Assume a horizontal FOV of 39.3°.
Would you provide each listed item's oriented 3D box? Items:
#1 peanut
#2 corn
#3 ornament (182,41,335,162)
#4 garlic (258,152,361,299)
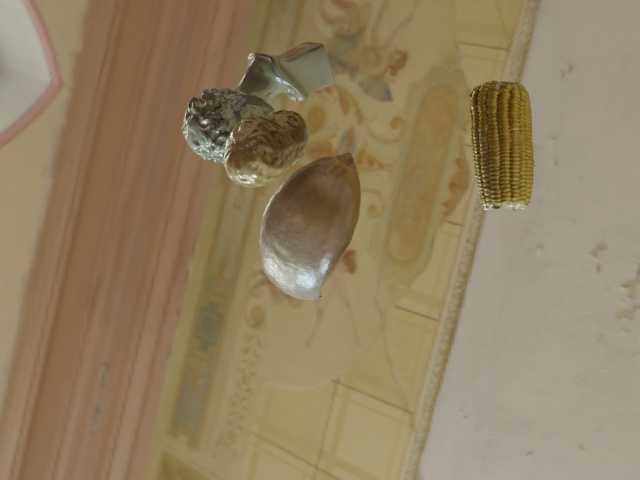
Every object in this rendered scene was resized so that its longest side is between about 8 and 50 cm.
[{"bbox_3d":[-0.075,-0.131,1.244,0.093,0.194,0.083,39,-58,1],"label":"peanut"},{"bbox_3d":[0.232,-0.119,1.135,0.063,0.085,0.165,-12,-100,51],"label":"corn"},{"bbox_3d":[-0.106,-0.237,1.462,0.285,0.120,0.130,-45,-155,-24],"label":"ornament"},{"bbox_3d":[-0.010,0.015,1.573,0.151,0.196,0.338,30,-45,20],"label":"garlic"}]
